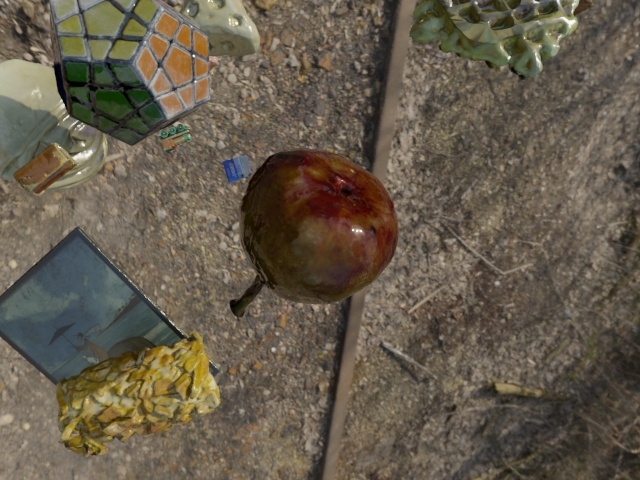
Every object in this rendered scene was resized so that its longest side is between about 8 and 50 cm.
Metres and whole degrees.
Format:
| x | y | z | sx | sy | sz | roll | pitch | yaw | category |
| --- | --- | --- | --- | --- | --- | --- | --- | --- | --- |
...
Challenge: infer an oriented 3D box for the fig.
| x | y | z | sx | sy | sz | roll | pitch | yaw | category |
| --- | --- | --- | --- | --- | --- | --- | --- | --- | --- |
| -0.053 | 0.007 | 0.533 | 0.290 | 0.190 | 0.190 | -24 | 127 | 27 | fig |

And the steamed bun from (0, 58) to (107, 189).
| x | y | z | sx | sy | sz | roll | pitch | yaw | category |
| --- | --- | --- | --- | --- | --- | --- | --- | --- | --- |
| -0.728 | -0.316 | 1.222 | 0.248 | 0.339 | 0.352 | 1 | 116 | 8 | steamed bun |

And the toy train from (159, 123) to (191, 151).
| x | y | z | sx | sy | sz | roll | pitch | yaw | category |
| --- | --- | --- | --- | --- | --- | --- | --- | --- | --- |
| -0.460 | -0.329 | 1.409 | 0.103 | 0.044 | 0.064 | -22 | 89 | -1 | toy train |

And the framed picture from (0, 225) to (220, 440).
| x | y | z | sx | sy | sz | roll | pitch | yaw | category |
| --- | --- | --- | --- | --- | --- | --- | --- | --- | --- |
| -0.385 | 0.180 | 0.777 | 0.265 | 0.016 | 0.347 | -36 | 103 | 12 | framed picture |

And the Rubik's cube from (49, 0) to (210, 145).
| x | y | z | sx | sy | sz | roll | pitch | yaw | category |
| --- | --- | --- | --- | --- | --- | --- | --- | --- | --- |
| -0.374 | -0.350 | 0.877 | 0.264 | 0.319 | 0.318 | -10 | 112 | -32 | Rubik's cube |

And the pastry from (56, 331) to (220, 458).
| x | y | z | sx | sy | sz | roll | pitch | yaw | category |
| --- | --- | --- | --- | --- | --- | --- | --- | --- | --- |
| -0.286 | 0.243 | 0.676 | 0.250 | 0.154 | 0.102 | -19 | 144 | -7 | pastry |

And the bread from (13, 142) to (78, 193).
| x | y | z | sx | sy | sz | roll | pitch | yaw | category |
| --- | --- | --- | --- | --- | --- | --- | --- | --- | --- |
| -0.430 | -0.112 | 0.691 | 0.083 | 0.036 | 0.047 | -39 | 106 | -2 | bread |

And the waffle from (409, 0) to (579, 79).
| x | y | z | sx | sy | sz | roll | pitch | yaw | category |
| --- | --- | --- | --- | --- | --- | --- | --- | --- | --- |
| 0.257 | -0.343 | 0.635 | 0.204 | 0.224 | 0.054 | -61 | 167 | -17 | waffle |

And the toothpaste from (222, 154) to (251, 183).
| x | y | z | sx | sy | sz | roll | pitch | yaw | category |
| --- | --- | --- | --- | --- | --- | --- | --- | --- | --- |
| -0.249 | -0.219 | 1.340 | 0.053 | 0.272 | 0.066 | -18 | 103 | -1 | toothpaste |

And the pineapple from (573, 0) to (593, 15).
| x | y | z | sx | sy | sz | roll | pitch | yaw | category |
| --- | --- | --- | --- | --- | --- | --- | --- | --- | --- |
| 0.500 | -0.595 | 0.871 | 0.158 | 0.158 | 0.278 | 17 | 89 | -32 | pineapple |

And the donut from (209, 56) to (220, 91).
| x | y | z | sx | sy | sz | roll | pitch | yaw | category |
| --- | --- | --- | --- | --- | --- | --- | --- | --- | --- |
| -0.424 | -0.610 | 1.564 | 0.117 | 0.166 | 0.065 | 15 | 139 | -25 | donut |

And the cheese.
| x | y | z | sx | sy | sz | roll | pitch | yaw | category |
| --- | --- | --- | --- | --- | --- | --- | --- | --- | --- |
| -0.329 | -0.664 | 1.378 | 0.248 | 0.173 | 0.251 | -34 | 90 | 5 | cheese |
